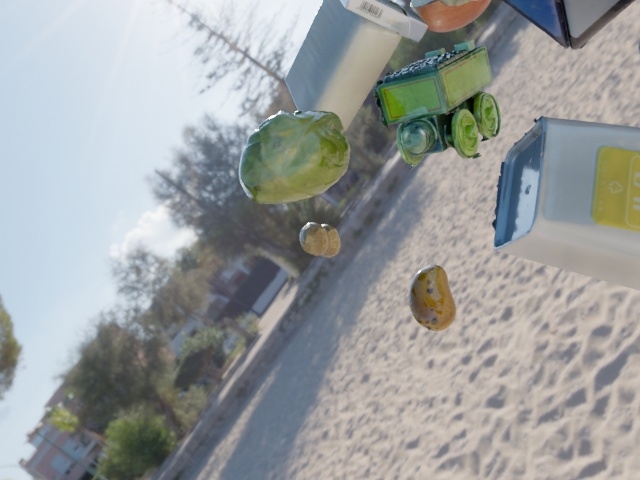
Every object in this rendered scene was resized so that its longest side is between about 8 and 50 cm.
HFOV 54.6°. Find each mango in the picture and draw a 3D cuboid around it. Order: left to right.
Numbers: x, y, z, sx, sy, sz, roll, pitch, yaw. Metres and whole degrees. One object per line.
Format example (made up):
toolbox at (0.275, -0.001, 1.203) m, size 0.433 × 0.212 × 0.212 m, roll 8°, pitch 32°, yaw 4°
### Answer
mango at (0.282, 0.146, 1.584) m, size 0.090 × 0.115 × 0.178 m, roll 92°, pitch 169°, yaw -64°

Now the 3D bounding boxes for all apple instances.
apple at (0.384, -0.687, 1.714) m, size 0.251 × 0.163 × 0.293 m, roll -23°, pitch 41°, yaw 28°

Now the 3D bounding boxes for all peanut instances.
peanut at (0.000, -0.002, 1.623) m, size 0.089 × 0.089 × 0.193 m, roll -53°, pitch -17°, yaw 7°

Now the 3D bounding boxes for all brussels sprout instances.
brussels sprout at (-0.049, -0.144, 1.135) m, size 0.223 × 0.161 × 0.223 m, roll -25°, pitch -17°, yaw -8°

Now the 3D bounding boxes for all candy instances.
candy at (0.049, -0.483, 1.661) m, size 0.145 × 0.208 × 0.359 m, roll -6°, pitch -34°, yaw -36°

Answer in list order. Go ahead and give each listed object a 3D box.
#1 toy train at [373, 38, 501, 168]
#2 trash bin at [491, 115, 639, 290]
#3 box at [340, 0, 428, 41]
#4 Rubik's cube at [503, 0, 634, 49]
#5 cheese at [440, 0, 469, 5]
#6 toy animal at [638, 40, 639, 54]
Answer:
toy train at (0.227, -0.252, 1.153) m, size 0.159 × 0.188 × 0.271 m, roll -4°, pitch 22°, yaw 40°
trash bin at (0.465, -0.041, 0.947) m, size 0.296 × 0.367 × 0.256 m, roll 105°, pitch 176°, yaw -80°
box at (0.111, -0.412, 1.113) m, size 0.040 × 0.154 × 0.084 m, roll -63°, pitch 23°, yaw 26°
Rubik's cube at (0.400, -0.530, 0.901) m, size 0.310 × 0.305 × 0.307 m, roll -54°, pitch 2°, yaw -17°
cheese at (0.314, -0.571, 1.236) m, size 0.174 × 0.247 × 0.251 m, roll -47°, pitch -28°, yaw -9°
toy animal at (0.669, -0.324, 1.068) m, size 0.131 × 0.220 × 0.104 m, roll -94°, pitch 26°, yaw -59°
